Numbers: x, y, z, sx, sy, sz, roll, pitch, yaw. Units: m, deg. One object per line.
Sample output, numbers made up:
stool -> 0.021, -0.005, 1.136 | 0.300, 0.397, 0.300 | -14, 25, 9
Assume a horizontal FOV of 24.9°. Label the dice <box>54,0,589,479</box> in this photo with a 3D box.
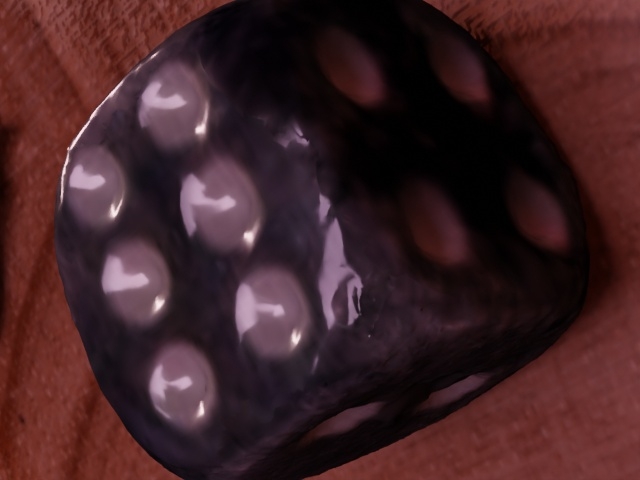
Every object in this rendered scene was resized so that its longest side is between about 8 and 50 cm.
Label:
dice -> 0.000, 0.000, 0.673 | 0.181, 0.183, 0.182 | -42, 68, 36
